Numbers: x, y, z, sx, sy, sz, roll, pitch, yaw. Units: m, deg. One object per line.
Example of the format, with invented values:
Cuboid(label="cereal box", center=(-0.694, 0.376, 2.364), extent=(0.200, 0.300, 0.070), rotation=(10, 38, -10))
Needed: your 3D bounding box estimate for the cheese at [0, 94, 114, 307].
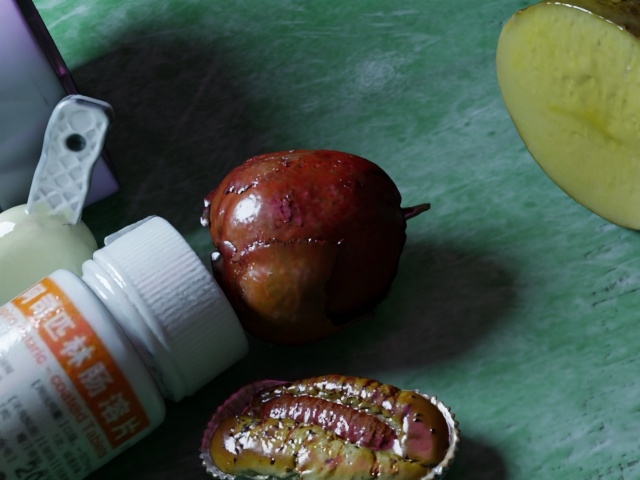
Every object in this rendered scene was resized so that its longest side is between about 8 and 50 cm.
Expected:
Cuboid(label="cheese", center=(-0.213, -0.009, 1.362), extent=(0.127, 0.235, 0.050), rotation=(14, 29, -13))

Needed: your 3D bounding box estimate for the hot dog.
Cuboid(label="hot dog", center=(0.008, 0.140, 1.247), extent=(0.192, 0.053, 0.099), rotation=(4, 54, 25))

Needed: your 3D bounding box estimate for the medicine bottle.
Cuboid(label="medicine bottle", center=(-0.186, 0.100, 1.291), extent=(0.252, 0.144, 0.144), rotation=(-33, 47, -16))

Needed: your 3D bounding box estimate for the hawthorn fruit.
Cuboid(label="hawthorn fruit", center=(0.000, 0.000, 1.321), extent=(0.172, 0.148, 0.148), rotation=(-14, 45, -10))

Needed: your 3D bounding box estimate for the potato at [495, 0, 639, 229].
Cuboid(label="potato", center=(0.253, -0.119, 1.334), extent=(0.158, 0.178, 0.203), rotation=(-31, 30, -33))

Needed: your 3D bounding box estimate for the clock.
Cuboid(label="clock", center=(-0.282, -0.169, 1.447), extent=(0.102, 0.338, 0.338), rotation=(-27, 46, -3))
